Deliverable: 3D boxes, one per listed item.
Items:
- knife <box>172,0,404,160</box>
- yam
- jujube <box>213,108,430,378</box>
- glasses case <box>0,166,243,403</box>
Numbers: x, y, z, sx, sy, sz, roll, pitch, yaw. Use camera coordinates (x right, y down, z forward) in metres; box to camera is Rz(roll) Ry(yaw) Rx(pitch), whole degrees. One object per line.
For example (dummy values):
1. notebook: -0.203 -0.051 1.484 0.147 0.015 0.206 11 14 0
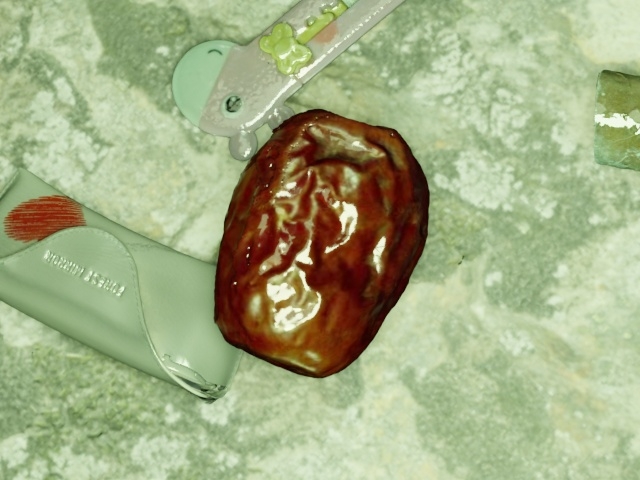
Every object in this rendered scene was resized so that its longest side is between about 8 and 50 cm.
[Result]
1. knife: 0.029 -0.237 1.634 0.399 0.038 0.132 -39 79 -1
2. yam: 0.377 -0.093 1.524 0.259 0.093 0.093 10 81 10
3. jujube: 0.000 0.000 1.528 0.183 0.183 0.243 19 81 12
4. glasses case: -0.208 0.036 1.595 0.308 0.083 0.128 25 85 12
